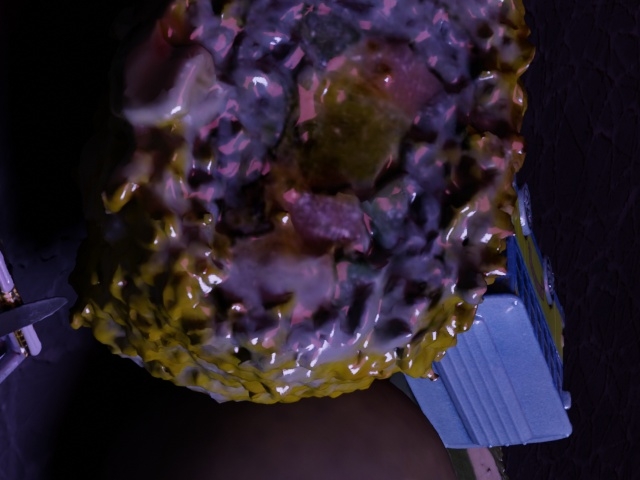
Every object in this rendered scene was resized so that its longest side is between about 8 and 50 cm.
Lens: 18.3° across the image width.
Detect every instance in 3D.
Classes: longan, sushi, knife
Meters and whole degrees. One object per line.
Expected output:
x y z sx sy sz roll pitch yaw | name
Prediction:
-0.042 0.260 1.805 0.361 0.361 0.361 -30 130 -45 | longan
-0.029 -0.064 1.616 0.351 0.240 0.396 17 75 -20 | sushi
-0.251 0.067 1.523 0.170 0.010 0.023 -21 123 -51 | knife

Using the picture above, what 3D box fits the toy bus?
0.164 0.075 2.073 0.312 0.152 0.190 62 25 -54 | toy bus

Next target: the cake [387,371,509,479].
0.155 0.260 2.216 0.158 0.172 0.284 -4 107 -57 | cake

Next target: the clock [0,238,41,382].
-0.333 0.091 1.503 0.253 0.083 0.186 -48 140 -31 | clock
